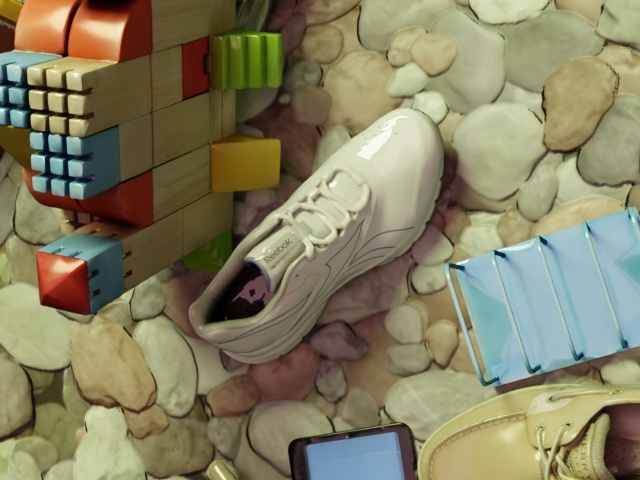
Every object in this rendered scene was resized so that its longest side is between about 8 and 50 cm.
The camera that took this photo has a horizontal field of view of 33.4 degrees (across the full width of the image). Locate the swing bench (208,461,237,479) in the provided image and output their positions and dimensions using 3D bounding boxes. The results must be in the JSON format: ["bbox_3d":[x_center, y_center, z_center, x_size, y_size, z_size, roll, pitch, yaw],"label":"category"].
[{"bbox_3d":[-0.110,0.388,0.962,0.254,0.165,0.253,45,99,9],"label":"swing bench"}]

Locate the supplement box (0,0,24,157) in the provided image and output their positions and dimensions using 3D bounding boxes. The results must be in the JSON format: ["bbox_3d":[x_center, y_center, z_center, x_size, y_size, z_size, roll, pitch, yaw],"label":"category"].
[{"bbox_3d":[-0.408,-0.191,1.098,0.194,0.129,0.191,30,95,16],"label":"supplement box"}]

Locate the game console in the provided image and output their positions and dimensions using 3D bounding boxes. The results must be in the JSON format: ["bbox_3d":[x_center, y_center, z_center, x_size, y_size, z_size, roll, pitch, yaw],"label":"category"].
[{"bbox_3d":[0.027,0.232,0.975,0.122,0.107,0.071,-12,112,15],"label":"game console"}]

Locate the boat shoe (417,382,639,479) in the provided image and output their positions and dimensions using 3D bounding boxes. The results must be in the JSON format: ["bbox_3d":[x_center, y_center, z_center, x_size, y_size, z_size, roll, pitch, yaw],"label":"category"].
[{"bbox_3d":[0.223,0.174,0.904,0.302,0.098,0.109,-12,83,16],"label":"boat shoe"}]

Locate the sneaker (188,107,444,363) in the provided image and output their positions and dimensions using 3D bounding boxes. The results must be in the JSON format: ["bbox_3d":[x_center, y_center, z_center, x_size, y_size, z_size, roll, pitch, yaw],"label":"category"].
[{"bbox_3d":[0.000,0.000,0.966,0.111,0.129,0.297,43,98,16],"label":"sneaker"}]

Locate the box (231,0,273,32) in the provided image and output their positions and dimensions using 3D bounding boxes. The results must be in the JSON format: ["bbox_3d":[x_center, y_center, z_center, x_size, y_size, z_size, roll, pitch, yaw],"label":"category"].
[{"bbox_3d":[-0.202,-0.390,1.015,0.395,0.097,0.318,25,113,17],"label":"box"}]

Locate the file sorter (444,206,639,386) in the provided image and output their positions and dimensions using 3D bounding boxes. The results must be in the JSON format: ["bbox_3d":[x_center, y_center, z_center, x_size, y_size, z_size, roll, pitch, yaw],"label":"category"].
[{"bbox_3d":[0.205,0.050,0.914,0.170,0.104,0.118,-18,82,14],"label":"file sorter"}]

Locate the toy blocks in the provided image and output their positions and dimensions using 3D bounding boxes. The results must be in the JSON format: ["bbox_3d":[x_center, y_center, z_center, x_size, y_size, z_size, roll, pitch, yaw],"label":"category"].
[{"bbox_3d":[-0.174,-0.116,0.892,0.191,0.261,0.381,10,111,21],"label":"toy blocks"}]
